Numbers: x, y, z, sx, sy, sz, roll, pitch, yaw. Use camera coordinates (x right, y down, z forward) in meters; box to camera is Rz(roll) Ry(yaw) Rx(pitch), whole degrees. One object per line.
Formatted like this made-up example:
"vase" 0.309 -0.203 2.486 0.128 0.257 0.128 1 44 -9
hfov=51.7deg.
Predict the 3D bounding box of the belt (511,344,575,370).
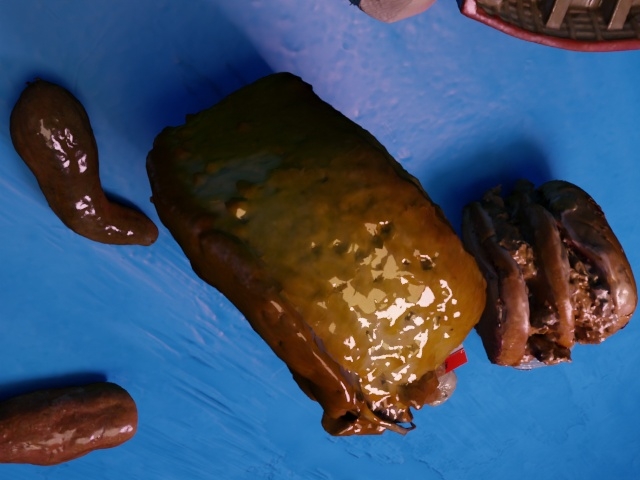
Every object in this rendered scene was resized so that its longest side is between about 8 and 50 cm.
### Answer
"belt" 0.359 0.149 1.128 0.147 0.082 0.163 -15 137 -1

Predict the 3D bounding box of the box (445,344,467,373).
"box" 0.177 0.169 1.079 0.100 0.048 0.152 -26 132 1

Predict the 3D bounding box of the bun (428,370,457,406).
"bun" 0.204 0.257 1.160 0.086 0.055 0.086 -14 131 -16

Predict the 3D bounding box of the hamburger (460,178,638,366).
"hamburger" 0.299 0.035 0.913 0.211 0.260 0.245 -15 90 6

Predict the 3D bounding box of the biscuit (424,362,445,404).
"biscuit" 0.085 0.176 1.003 0.202 0.044 0.288 -26 132 24

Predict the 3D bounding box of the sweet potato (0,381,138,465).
"sweet potato" -0.363 0.241 0.844 0.251 0.097 0.097 -7 130 -16

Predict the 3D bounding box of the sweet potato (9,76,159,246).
"sweet potato" -0.242 -0.058 0.673 0.081 0.062 0.233 -26 137 -6

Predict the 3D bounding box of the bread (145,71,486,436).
"bread" 0.002 0.002 0.638 0.204 0.358 0.337 -43 135 6

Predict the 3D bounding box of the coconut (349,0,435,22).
"coconut" 0.068 -0.257 0.609 0.110 0.124 0.110 -16 133 -17

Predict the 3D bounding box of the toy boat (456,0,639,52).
"toy boat" 0.322 -0.284 0.745 0.392 0.079 0.136 -2 126 -23
